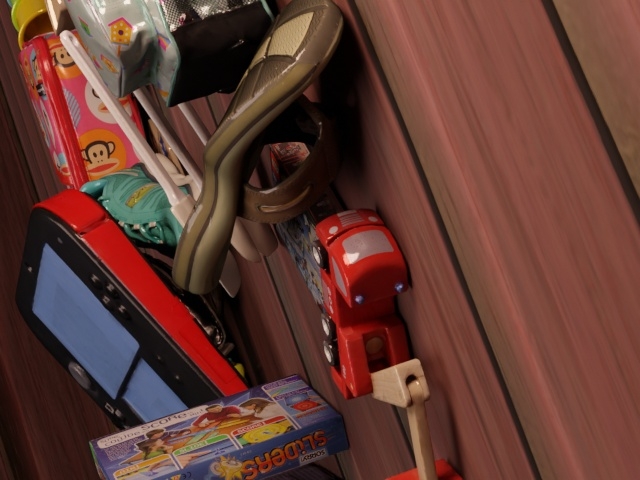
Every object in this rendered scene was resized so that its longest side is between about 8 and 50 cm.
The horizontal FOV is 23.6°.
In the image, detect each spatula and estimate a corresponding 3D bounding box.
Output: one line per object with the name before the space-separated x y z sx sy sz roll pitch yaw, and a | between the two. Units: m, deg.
spatula | -0.117 -0.076 1.245 0.242 0.019 0.168 56 -157 -6

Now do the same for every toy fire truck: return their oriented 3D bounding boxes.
toy fire truck | 0.045 0.089 1.019 0.135 0.047 0.192 -125 23 -51

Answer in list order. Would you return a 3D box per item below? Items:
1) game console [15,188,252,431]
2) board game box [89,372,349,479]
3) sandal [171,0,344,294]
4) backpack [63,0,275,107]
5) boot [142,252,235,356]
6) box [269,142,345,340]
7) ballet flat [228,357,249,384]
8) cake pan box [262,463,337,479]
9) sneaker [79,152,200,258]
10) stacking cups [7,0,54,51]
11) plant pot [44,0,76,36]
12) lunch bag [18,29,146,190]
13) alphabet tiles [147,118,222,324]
game console | -0.200 0.133 1.650 0.342 0.060 0.386 51 157 7
board game box | -0.091 0.178 1.335 0.136 0.201 0.035 -147 42 -70
sandal | -0.030 -0.058 1.049 0.303 0.086 0.120 117 178 -56
backpack | -0.122 -0.204 1.131 0.166 0.144 0.188 121 133 -79
boot | -0.206 0.047 1.733 0.263 0.091 0.229 40 165 0
box | 0.000 0.000 1.130 0.094 0.027 0.137 86 161 -47
ballet flat | -0.119 0.181 1.732 0.077 0.077 0.231 56 164 -2
cake pan box | -0.096 0.278 1.391 0.267 0.245 0.070 179 70 -74
sneaker | -0.178 -0.017 1.607 0.275 0.110 0.107 -153 53 -63
stacking cups | -0.398 -0.366 2.149 0.316 0.096 0.096 -114 15 -47
plant pot | -0.240 -0.284 1.575 0.109 0.096 0.109 149 104 -76
lunch bag | -0.274 -0.132 1.860 0.293 0.120 0.258 -153 45 -76
alphabet tiles | -0.154 -0.016 1.752 0.198 0.009 0.237 94 155 -56
